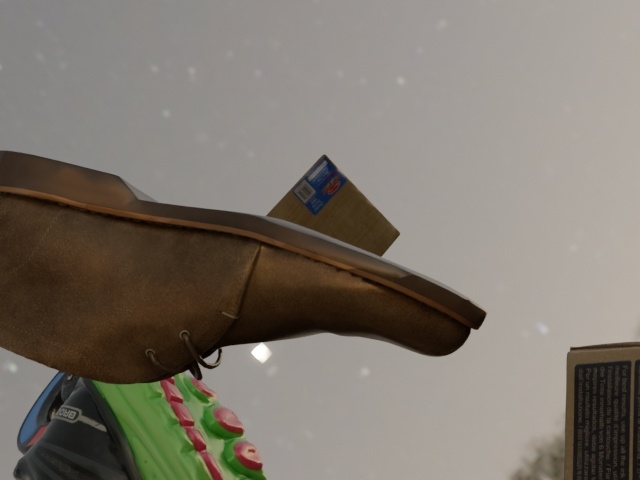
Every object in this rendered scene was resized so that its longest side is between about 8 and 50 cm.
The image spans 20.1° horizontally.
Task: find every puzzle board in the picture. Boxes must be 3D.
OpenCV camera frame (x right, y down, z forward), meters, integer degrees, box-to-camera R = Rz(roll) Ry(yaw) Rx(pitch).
[{"bbox_3d":[0.000,0.000,1.513,0.128,0.096,0.011,-49,8,-36],"label":"puzzle board"}]

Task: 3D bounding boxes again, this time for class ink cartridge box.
[{"bbox_3d":[0.248,0.182,1.171,0.234,0.088,0.193,23,-114,-50],"label":"ink cartridge box"}]

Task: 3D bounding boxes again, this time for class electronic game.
[{"bbox_3d":[-0.246,0.145,1.962,0.229,0.048,0.229,-41,16,14],"label":"electronic game"}]

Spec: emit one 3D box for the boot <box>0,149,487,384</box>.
[{"bbox_3d":[-0.058,0.037,1.007,0.112,0.305,0.115,36,-112,-67],"label":"boot"}]

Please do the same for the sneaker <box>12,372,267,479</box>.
[{"bbox_3d":[-0.104,0.300,1.318,0.202,0.483,0.185,-40,-45,17],"label":"sneaker"}]
